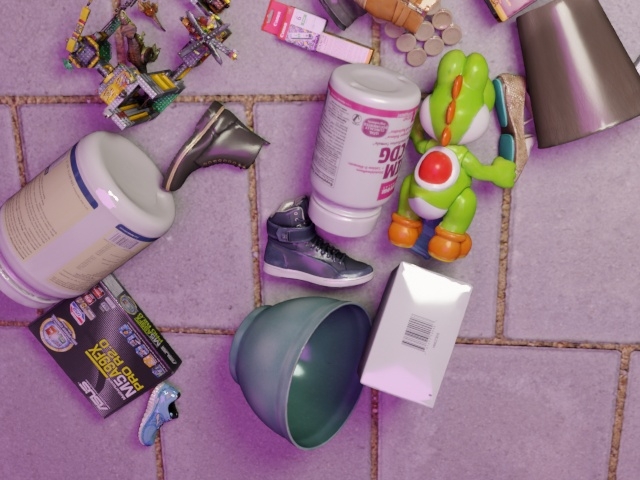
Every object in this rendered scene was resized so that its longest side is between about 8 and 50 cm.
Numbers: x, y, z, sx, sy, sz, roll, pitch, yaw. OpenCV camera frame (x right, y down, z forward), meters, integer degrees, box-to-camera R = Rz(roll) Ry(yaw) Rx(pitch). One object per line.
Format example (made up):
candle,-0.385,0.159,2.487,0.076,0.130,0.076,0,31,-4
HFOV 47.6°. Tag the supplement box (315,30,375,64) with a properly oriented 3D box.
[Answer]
supplement box,0.046,-0.349,1.324,0.098,0.062,0.036,20,109,2

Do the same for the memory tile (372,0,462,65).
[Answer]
memory tile,0.173,-0.384,1.283,0.113,0.012,0.148,-29,128,25

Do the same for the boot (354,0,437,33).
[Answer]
boot,0.140,-0.448,1.181,0.152,0.073,0.197,31,134,-2

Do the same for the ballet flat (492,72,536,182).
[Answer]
ballet flat,0.359,-0.202,1.319,0.067,0.073,0.206,-12,109,-8

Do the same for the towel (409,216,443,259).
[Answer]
towel,0.217,-0.025,1.412,0.067,0.029,0.119,33,109,-1

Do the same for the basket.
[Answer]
basket,0.434,-0.299,1.236,0.204,0.154,0.226,-20,99,14

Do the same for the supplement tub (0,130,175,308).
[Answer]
supplement tub,-0.472,-0.034,1.410,0.325,0.235,0.235,-34,99,17

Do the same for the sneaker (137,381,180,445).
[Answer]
sneaker,-0.356,0.394,1.612,0.073,0.063,0.162,21,109,-1

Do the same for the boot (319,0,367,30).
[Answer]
boot,0.043,-0.550,1.235,0.223,0.118,0.338,-21,103,16

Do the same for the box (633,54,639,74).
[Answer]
box,0.644,-0.323,1.251,0.145,0.038,0.186,31,110,-1

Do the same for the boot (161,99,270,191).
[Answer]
boot,-0.204,-0.152,1.409,0.137,0.077,0.198,34,101,-8

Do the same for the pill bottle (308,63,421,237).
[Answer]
pill bottle,0.069,-0.157,1.306,0.160,0.160,0.283,16,124,4

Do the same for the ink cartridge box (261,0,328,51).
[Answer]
ink cartridge box,-0.050,-0.398,1.342,0.115,0.029,0.062,21,109,2

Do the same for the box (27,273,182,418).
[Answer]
box,-0.468,0.227,1.579,0.216,0.060,0.270,-33,99,16

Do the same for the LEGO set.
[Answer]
LEGO set,-0.324,-0.359,1.311,0.331,0.192,0.255,-32,99,16

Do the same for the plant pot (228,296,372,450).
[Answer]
plant pot,-0.054,0.235,1.424,0.196,0.293,0.293,16,111,32

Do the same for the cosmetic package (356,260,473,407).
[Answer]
cosmetic package,0.165,0.171,1.343,0.138,0.224,0.224,19,84,5

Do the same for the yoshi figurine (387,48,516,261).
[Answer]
yoshi figurine,0.237,-0.161,1.303,0.204,0.203,0.362,1,114,-19

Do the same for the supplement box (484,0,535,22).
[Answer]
supplement box,0.366,-0.454,1.220,0.188,0.104,0.080,-31,99,16

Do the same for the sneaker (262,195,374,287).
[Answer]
sneaker,-0.001,0.001,1.424,0.226,0.086,0.163,8,110,8
